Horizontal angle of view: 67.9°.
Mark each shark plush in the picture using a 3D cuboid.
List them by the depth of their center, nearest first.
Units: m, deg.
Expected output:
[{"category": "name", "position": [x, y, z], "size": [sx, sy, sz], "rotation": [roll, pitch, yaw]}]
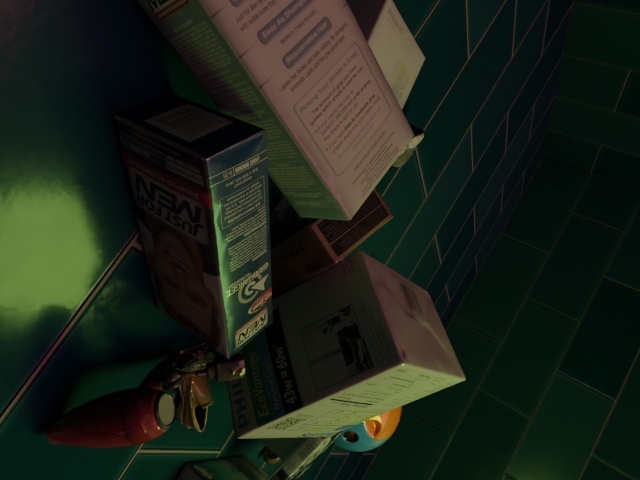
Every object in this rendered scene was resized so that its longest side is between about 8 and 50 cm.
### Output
[{"category": "shark plush", "position": [-0.048, -0.057, 0.899], "size": [0.073, 0.067, 0.161], "rotation": [-56, -168, -28]}]

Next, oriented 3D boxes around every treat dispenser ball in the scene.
[{"category": "treat dispenser ball", "position": [0.117, 0.523, 1.531], "size": [0.288, 0.288, 0.288], "rotation": [-41, 146, -36]}]

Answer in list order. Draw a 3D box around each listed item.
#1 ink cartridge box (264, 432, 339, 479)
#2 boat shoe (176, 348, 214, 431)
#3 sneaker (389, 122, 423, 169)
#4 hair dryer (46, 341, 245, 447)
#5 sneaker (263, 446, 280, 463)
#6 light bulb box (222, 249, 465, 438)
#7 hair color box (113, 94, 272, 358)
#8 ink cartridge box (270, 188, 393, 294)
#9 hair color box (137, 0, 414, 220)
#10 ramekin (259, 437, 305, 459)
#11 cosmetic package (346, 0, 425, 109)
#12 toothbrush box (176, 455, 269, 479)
[{"category": "ink cartridge box", "position": [-0.027, 0.554, 1.244], "size": [0.206, 0.045, 0.208], "rotation": [-50, 157, 12]}, {"category": "boat shoe", "position": [-0.240, 0.302, 0.944], "size": [0.068, 0.072, 0.190], "rotation": [-29, 138, -47]}, {"category": "sneaker", "position": [0.167, -0.213, 1.167], "size": [0.272, 0.100, 0.108], "rotation": [-30, 143, -47]}, {"category": "hair dryer", "position": [-0.271, 0.251, 0.755], "size": [0.294, 0.224, 0.080], "rotation": [-17, 92, -29]}, {"category": "sneaker", "position": [-0.109, 0.654, 1.494], "size": [0.192, 0.064, 0.086], "rotation": [-28, 132, -53]}, {"category": "light bulb box", "position": [0.049, 0.242, 0.990], "size": [0.361, 0.225, 0.358], "rotation": [-30, 148, 20]}, {"category": "hair color box", "position": [-0.168, -0.008, 0.681], "size": [0.105, 0.174, 0.347], "rotation": [-38, 144, -40]}, {"category": "ink cartridge box", "position": [0.000, 0.000, 0.941], "size": [0.193, 0.088, 0.235], "rotation": [-36, -177, -39]}, {"category": "hair color box", "position": [-0.039, -0.221, 0.613], "size": [0.185, 0.114, 0.374], "rotation": [-53, 125, -24]}, {"category": "ramekin", "position": [-0.046, 0.480, 1.306], "size": [0.273, 0.127, 0.273], "rotation": [-36, 155, -20]}, {"category": "cosmetic package", "position": [0.062, -0.294, 0.868], "size": [0.224, 0.138, 0.224], "rotation": [12, 102, -62]}, {"category": "toothbrush box", "position": [-0.266, 0.669, 1.172], "size": [0.216, 0.126, 0.295], "rotation": [-58, 154, -9]}]
